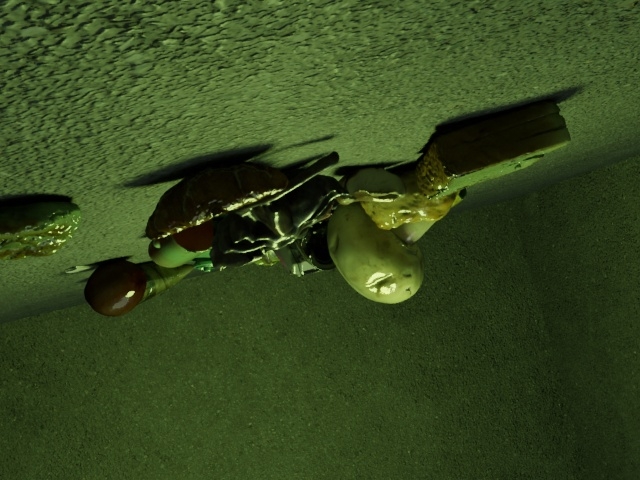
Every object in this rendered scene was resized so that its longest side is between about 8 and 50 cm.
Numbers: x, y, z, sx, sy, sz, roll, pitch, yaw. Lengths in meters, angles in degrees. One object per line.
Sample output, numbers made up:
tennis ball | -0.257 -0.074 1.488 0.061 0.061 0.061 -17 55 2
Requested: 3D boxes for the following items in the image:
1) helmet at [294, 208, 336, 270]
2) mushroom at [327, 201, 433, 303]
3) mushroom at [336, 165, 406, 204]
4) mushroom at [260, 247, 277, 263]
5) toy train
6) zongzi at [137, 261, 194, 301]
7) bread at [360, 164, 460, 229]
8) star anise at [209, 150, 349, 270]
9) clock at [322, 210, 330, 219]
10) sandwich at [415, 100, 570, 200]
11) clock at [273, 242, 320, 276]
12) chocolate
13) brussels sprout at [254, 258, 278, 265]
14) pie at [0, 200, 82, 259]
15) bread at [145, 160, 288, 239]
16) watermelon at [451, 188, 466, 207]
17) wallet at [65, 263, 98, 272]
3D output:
helmet | -0.012 -0.008 1.960 0.153 0.176 0.107 -34 -151 -32
mushroom | 0.165 -0.006 1.866 0.315 0.356 0.315 21 156 10
mushroom | 0.089 -0.110 1.428 0.210 0.072 0.094 -6 170 -45
mushroom | -0.069 -0.004 2.281 0.312 0.081 0.100 -17 140 -4
toy train | -0.281 0.003 1.522 0.177 0.116 0.285 1 171 -25
zongzi | -0.577 0.139 2.244 0.251 0.125 0.274 -19 180 42
bread | 0.217 -0.102 1.608 0.245 0.134 0.244 -13 179 0
star anise | -0.076 -0.064 1.232 0.360 0.139 0.316 -33 178 20
clock | -0.088 -0.060 1.621 0.245 0.056 0.244 -12 177 -1
sandwich | 0.316 -0.168 1.299 0.249 0.095 0.273 -18 176 -2
clock | -0.042 0.008 2.105 0.187 0.083 0.253 -13 -150 -19
chocolate | -0.551 0.129 1.894 0.177 0.176 0.177 -15 176 -1
brussels sprout | -0.203 0.038 2.395 0.139 0.100 0.181 -4 -175 41
pie | -0.448 -0.008 0.980 0.241 0.054 0.240 -14 174 -1
bread | -0.165 -0.068 1.018 0.233 0.075 0.105 -22 -173 10
watermelon | 0.376 -0.143 2.000 0.075 0.092 0.181 -28 173 -19
wallet | -0.636 0.075 1.841 0.044 0.011 0.083 -17 175 25
